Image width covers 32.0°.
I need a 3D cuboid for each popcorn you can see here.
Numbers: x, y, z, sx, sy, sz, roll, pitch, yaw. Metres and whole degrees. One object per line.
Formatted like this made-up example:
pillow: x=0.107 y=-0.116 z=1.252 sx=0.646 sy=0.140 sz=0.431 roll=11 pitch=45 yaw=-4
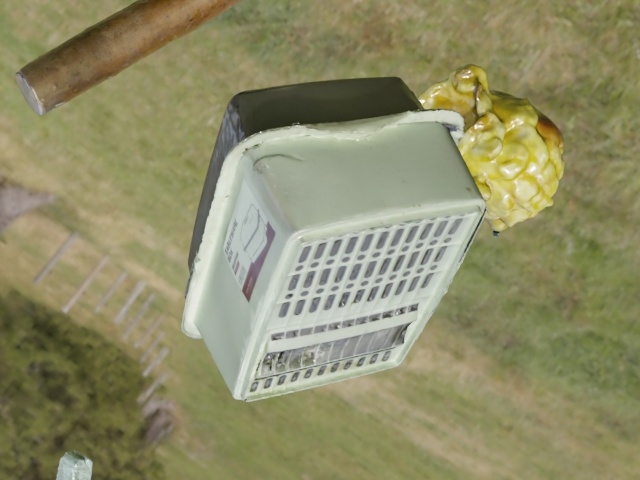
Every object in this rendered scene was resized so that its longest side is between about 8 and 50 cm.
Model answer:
popcorn: x=0.203 y=-0.114 z=1.422 sx=0.218 sy=0.169 sz=0.189 roll=35 pitch=-175 yaw=39

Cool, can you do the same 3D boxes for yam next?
yam: x=-0.133 y=-0.183 z=0.923 sx=0.046 sy=0.264 sz=0.046 roll=39 pitch=151 yaw=27

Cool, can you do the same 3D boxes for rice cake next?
rice cake: x=-0.270 y=0.305 z=1.185 sx=0.033 sy=0.170 sz=0.029 roll=19 pitch=-166 yaw=37

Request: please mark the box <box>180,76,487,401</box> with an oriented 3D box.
box: x=0.000 y=0.000 z=0.975 sx=0.166 sy=0.221 sz=0.290 roll=65 pitch=151 yaw=31
